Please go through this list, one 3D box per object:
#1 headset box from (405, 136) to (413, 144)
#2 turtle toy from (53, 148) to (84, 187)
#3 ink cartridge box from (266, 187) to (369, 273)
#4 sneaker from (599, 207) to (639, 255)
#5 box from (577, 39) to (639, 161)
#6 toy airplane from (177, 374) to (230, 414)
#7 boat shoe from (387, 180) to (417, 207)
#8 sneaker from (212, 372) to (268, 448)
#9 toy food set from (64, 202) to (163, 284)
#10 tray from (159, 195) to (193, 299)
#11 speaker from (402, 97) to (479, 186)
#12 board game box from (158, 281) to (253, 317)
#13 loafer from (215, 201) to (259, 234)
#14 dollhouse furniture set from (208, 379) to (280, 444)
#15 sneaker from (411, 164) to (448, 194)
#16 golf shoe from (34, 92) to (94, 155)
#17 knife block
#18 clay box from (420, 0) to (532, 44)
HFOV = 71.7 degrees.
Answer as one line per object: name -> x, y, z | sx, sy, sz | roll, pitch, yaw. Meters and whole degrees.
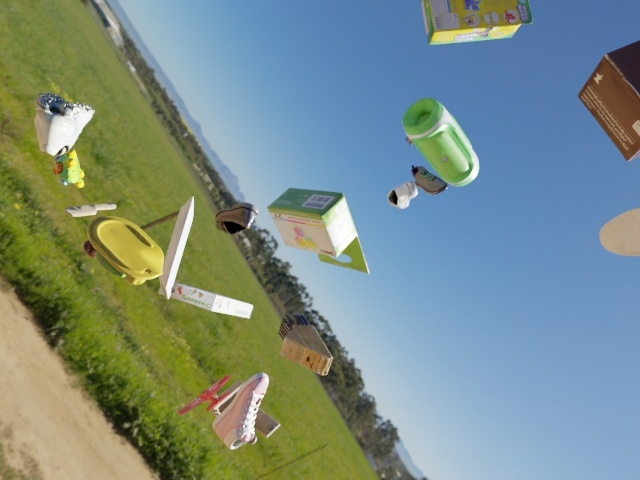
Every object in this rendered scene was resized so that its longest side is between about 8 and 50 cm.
headset box -> 0.339, -0.375, 1.531 | 0.032, 0.062, 0.083 | 54, -24, 14
turtle toy -> -0.725, -0.211, 1.267 | 0.095, 0.066, 0.130 | 93, -24, -43
ink cartridge box -> 0.000, 0.000, 1.140 | 0.189, 0.097, 0.255 | 11, -45, 41
sneaker -> 0.577, -0.024, 0.714 | 0.094, 0.212, 0.080 | 7, 68, -44
box -> 0.761, -0.331, 0.885 | 0.143, 0.381, 0.191 | 75, -7, -70
toy airplane -> -0.270, 0.382, 1.081 | 0.028, 0.151, 0.151 | 60, -7, -4
boat shoe -> 0.269, -0.157, 1.546 | 0.226, 0.076, 0.083 | 98, -27, -79
sneaker -> -0.124, 0.298, 0.760 | 0.070, 0.134, 0.051 | 42, 3, 40
toy food set -> -0.435, 0.019, 0.943 | 0.218, 0.071, 0.128 | 45, 27, 5
tray -> -0.402, 0.019, 1.234 | 0.145, 0.030, 0.270 | 126, -24, -64
speaker -> 0.363, -0.284, 1.317 | 0.296, 0.131, 0.131 | 37, 8, -40
board game box -> -0.370, 0.198, 1.477 | 0.193, 0.053, 0.305 | 14, -10, 16
loafer -> -0.345, -0.069, 1.734 | 0.109, 0.095, 0.302 | 24, -24, -29
dollhouse furniture set -> -0.225, 0.523, 1.326 | 0.123, 0.144, 0.151 | 21, -49, 38
sneaker -> 0.443, -0.258, 1.851 | 0.098, 0.083, 0.224 | 55, -6, -24
golf shoe -> -0.399, -0.176, 0.678 | 0.069, 0.086, 0.176 | 15, 13, -19
knife block -> -0.054, 0.409, 1.830 | 0.276, 0.088, 0.242 | 22, 23, 14
clay box -> 0.342, -0.510, 0.977 | 0.053, 0.222, 0.127 | 107, -23, -79
